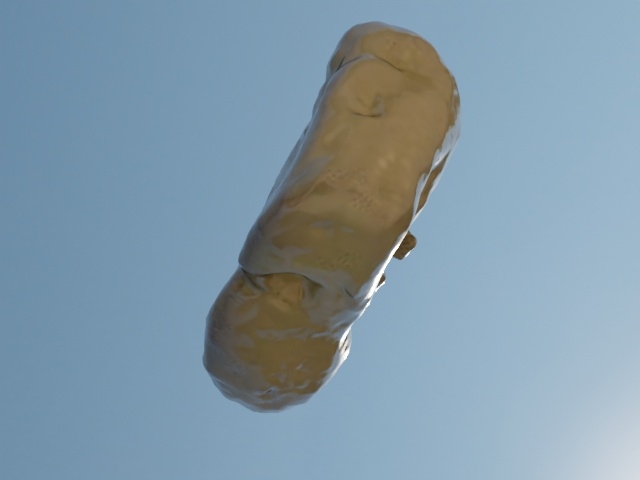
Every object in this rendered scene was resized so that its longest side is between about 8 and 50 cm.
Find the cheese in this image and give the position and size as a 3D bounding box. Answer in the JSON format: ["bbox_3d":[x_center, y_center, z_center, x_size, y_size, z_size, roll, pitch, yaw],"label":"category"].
[{"bbox_3d":[0.002,0.001,0.835,0.093,0.263,0.159,27,-128,-1],"label":"cheese"}]
